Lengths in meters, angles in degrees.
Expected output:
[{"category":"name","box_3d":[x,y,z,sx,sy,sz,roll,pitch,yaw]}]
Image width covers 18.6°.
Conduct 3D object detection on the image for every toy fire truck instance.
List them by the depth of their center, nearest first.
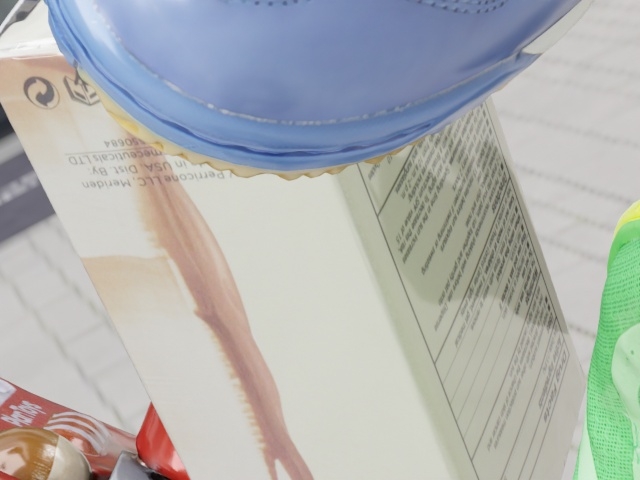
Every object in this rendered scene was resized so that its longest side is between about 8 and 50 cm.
[{"category":"toy fire truck","box_3d":[-0.142,0.137,1.063,0.302,0.254,0.169,-89,20,-86]}]

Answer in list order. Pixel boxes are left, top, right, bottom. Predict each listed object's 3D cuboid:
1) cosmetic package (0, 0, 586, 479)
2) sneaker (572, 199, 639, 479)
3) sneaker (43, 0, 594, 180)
[{"category":"cosmetic package","box_3d":[0.000,0.000,0.796,0.129,0.296,0.153,-4,36,26]},{"category":"sneaker","box_3d":[0.116,0.099,0.580,0.109,0.295,0.123,17,54,15]},{"category":"sneaker","box_3d":[0.066,-0.130,0.381,0.296,0.112,0.131,-42,-1,-25]}]
